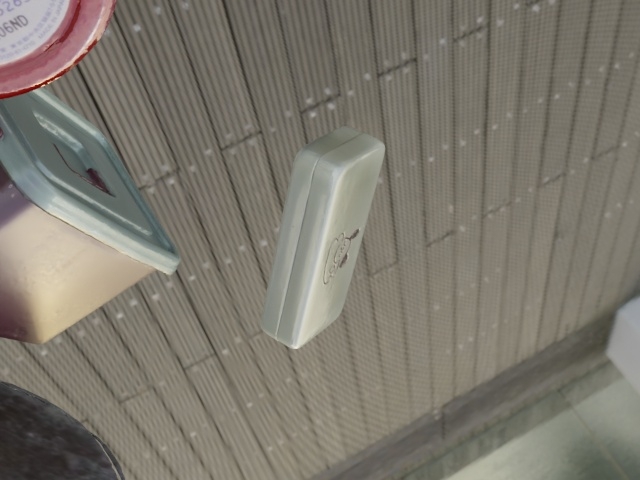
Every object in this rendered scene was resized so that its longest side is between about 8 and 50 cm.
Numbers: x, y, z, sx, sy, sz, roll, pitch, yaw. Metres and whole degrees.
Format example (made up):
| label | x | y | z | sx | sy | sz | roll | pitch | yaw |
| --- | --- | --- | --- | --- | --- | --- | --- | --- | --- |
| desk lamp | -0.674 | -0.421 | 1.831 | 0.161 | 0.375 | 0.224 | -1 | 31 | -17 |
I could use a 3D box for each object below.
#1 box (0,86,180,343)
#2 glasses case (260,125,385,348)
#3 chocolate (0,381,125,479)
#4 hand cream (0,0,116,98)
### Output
| label | x | y | z | sx | sy | sz | roll | pitch | yaw |
| --- | --- | --- | --- | --- | --- | --- | --- | --- | --- |
| box | -0.270 | -0.027 | 0.770 | 0.167 | 0.193 | 0.294 | -38 | 161 | 3 |
| glasses case | 0.000 | 0.000 | 1.245 | 0.131 | 0.070 | 0.313 | -33 | 145 | -48 |
| chocolate | -0.356 | 0.271 | 0.826 | 0.303 | 0.303 | 0.213 | 18 | 102 | -49 |
| hand cream | -0.226 | -0.192 | 0.555 | 0.193 | 0.125 | 0.193 | -13 | 142 | -10 |
